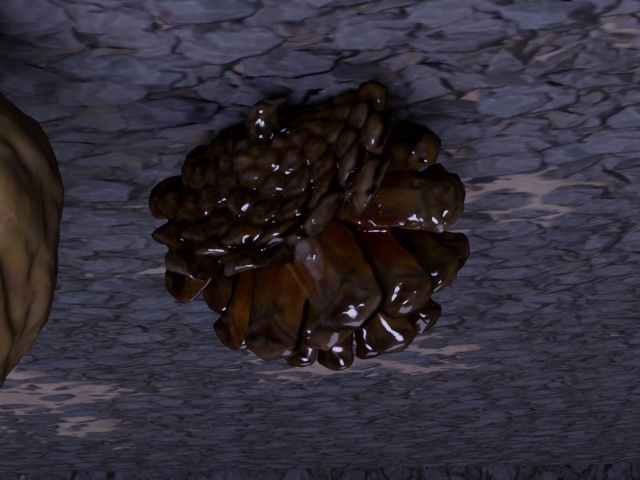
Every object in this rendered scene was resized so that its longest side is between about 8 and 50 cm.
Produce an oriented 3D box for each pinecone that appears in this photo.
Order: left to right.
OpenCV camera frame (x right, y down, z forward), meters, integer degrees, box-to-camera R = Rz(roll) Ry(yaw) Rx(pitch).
[{"bbox_3d":[-0.001,-0.004,0.914,0.179,0.150,0.195,-17,164,22],"label":"pinecone"}]

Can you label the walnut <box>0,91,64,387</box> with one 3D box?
[{"bbox_3d":[-0.231,-0.005,0.718,0.224,0.257,0.257,32,158,-7],"label":"walnut"}]
